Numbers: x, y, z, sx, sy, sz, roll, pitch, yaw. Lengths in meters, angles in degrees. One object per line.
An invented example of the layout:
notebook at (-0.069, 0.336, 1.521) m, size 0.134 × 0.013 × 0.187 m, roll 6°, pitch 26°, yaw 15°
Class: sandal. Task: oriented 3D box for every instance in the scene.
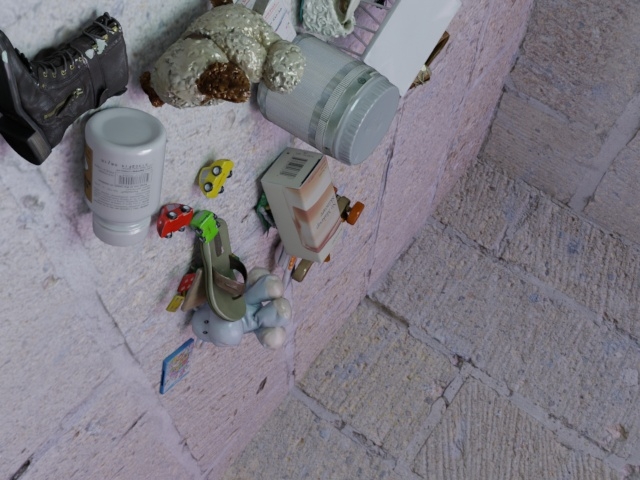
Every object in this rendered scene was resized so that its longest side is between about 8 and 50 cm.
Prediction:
sandal at (-0.238, 0.086, 1.728) m, size 0.120 × 0.086 × 0.302 m, roll -50°, pitch 140°, yaw -49°
sandal at (-0.117, 0.058, 2.186) m, size 0.102 × 0.076 × 0.265 m, roll -62°, pitch 171°, yaw -54°

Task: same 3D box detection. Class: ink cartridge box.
ink cartridge box at (-0.124, -0.424, 1.316) m, size 0.115 × 0.067 × 0.198 m, roll -55°, pitch 163°, yaw -5°

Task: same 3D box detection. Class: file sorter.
file sorter at (0.179, -0.547, 1.690) m, size 0.193 × 0.173 × 0.277 m, roll 26°, pitch 97°, yaw -49°

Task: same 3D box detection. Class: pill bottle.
pill bottle at (-0.345, -0.105, 1.177) m, size 0.131 × 0.131 × 0.229 m, roll -40°, pitch 156°, yaw -44°

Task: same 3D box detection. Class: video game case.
video game case at (-0.431, 0.379, 2.019) m, size 0.119 × 0.015 × 0.166 m, roll -40°, pitch 157°, yaw -44°

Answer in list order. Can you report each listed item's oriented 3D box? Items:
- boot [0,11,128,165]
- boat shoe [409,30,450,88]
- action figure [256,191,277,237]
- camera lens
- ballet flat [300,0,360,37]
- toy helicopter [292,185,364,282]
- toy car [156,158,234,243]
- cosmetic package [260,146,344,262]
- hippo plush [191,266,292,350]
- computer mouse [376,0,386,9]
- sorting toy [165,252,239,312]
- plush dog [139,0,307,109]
boot at (-0.370, -0.252, 0.951) m, size 0.229 × 0.091 × 0.263 m, roll -54°, pitch 168°, yaw -27°
boat shoe at (0.300, -0.557, 2.164) m, size 0.323 × 0.120 × 0.123 m, roll -59°, pitch 163°, yaw 8°
action figure at (-0.131, -0.086, 1.937) m, size 0.137 × 0.063 × 0.232 m, roll -51°, pitch 159°, yaw -7°
camera lens at (0.012, -0.322, 1.522) m, size 0.219 × 0.274 × 0.219 m, roll -50°, pitch 161°, yaw -23°
ballet flat at (0.044, -0.591, 1.373) m, size 0.147 × 0.147 × 0.408 m, roll -47°, pitch 160°, yaw -29°
toy helicopter at (0.000, 0.000, 2.286) m, size 0.355 × 0.140 × 0.235 m, roll -57°, pitch 176°, yaw -26°
toy car at (-0.284, -0.066, 1.553) m, size 0.239 × 0.053 × 0.225 m, roll -49°, pitch 162°, yaw -21°
cosmetic package at (-0.043, -0.095, 1.873) m, size 0.153 × 0.129 × 0.296 m, roll -57°, pitch 148°, yaw -32°
hippo plush at (-0.250, 0.196, 1.934) m, size 0.237 × 0.294 × 0.234 m, roll -2°, pitch 99°, yaw -41°
computer mouse at (0.220, -0.696, 1.832) m, size 0.193 × 0.042 × 0.106 m, roll -31°, pitch 146°, yaw -44°
sorting toy at (-0.323, 0.111, 1.776) m, size 0.274 × 0.046 × 0.132 m, roll -23°, pitch 143°, yaw -63°
plush dog at (-0.190, -0.309, 1.154) m, size 0.225 × 0.263 × 0.210 m, roll -56°, pitch 133°, yaw -39°
